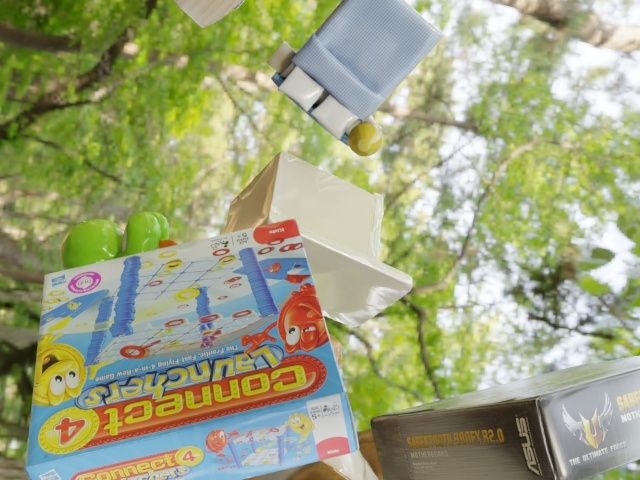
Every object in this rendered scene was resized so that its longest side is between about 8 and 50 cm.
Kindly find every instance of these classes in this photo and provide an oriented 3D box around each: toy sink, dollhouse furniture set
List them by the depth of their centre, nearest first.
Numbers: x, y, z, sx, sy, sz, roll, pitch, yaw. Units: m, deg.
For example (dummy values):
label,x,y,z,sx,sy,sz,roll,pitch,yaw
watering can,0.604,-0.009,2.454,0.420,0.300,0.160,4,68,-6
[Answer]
label,x,y,z,sx,sy,sz,roll,pitch,yaw
dollhouse furniture set,0.033,-0.277,1.115,0.286,0.303,0.198,-44,-169,19
toy sink,0.000,0.000,1.307,0.153,0.234,0.131,-41,-148,47

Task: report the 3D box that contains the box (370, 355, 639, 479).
label,x,y,z,sx,sy,sz,roll,pitch,yaw
box,0.182,0.124,0.672,0.183,0.231,0.056,-24,-104,58

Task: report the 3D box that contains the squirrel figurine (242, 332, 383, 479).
label,x,y,z,sx,sy,sz,roll,pitch,yaw
squirrel figurine,-0.009,0.392,1.253,0.397,0.370,0.281,-35,-140,11

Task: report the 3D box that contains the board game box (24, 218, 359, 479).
label,x,y,z,sx,sy,sz,roll,pitch,yaw
board game box,-0.142,0.123,0.997,0.302,0.309,0.086,-108,-173,-54

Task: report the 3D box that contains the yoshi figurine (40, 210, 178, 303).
label,x,y,z,sx,sy,sz,roll,pitch,yaw
yoshi figurine,-0.342,0.119,1.455,0.203,0.203,0.361,22,-81,66
